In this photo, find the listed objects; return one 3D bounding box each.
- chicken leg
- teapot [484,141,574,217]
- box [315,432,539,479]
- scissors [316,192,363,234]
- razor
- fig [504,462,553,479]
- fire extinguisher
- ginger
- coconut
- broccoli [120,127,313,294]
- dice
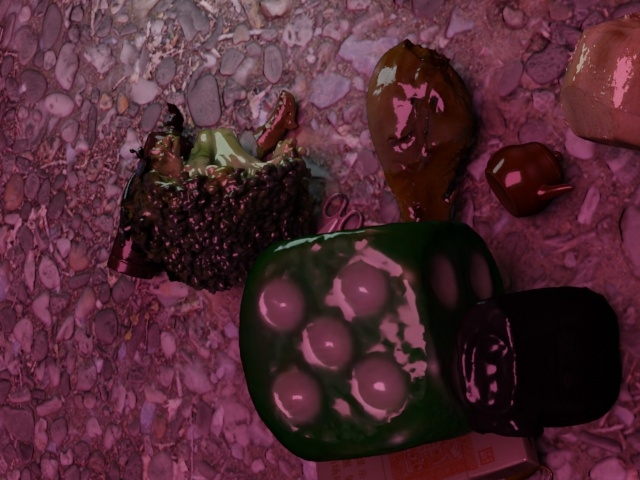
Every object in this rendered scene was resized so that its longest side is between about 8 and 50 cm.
[{"bbox_3d":[0.157,-0.109,1.447,0.201,0.153,0.429,-2,90,46],"label":"chicken leg"},{"bbox_3d":[0.311,-0.101,1.359,0.116,0.116,0.173,-58,32,15],"label":"teapot"},{"bbox_3d":[0.147,0.302,1.414,0.365,0.051,0.204,-27,53,28],"label":"box"},{"bbox_3d":[0.000,0.000,1.594,0.176,0.022,0.085,-49,65,16],"label":"scissors"},{"bbox_3d":[0.301,0.155,1.194,0.107,0.327,0.189,-6,85,39],"label":"razor"},{"bbox_3d":[0.303,0.335,1.342,0.083,0.050,0.050,9,90,23],"label":"fig"},{"bbox_3d":[-0.326,-0.099,1.762,0.105,0.141,0.341,18,96,3],"label":"fire extinguisher"},{"bbox_3d":[-0.085,-0.207,1.665,0.137,0.044,0.057,-53,42,15],"label":"ginger"},{"bbox_3d":[0.428,-0.222,1.246,0.194,0.194,0.194,-4,82,33],"label":"coconut"},{"bbox_3d":[-0.183,-0.088,1.583,0.348,0.293,0.280,-35,40,19],"label":"broccoli"},{"bbox_3d":[0.084,0.133,1.264,0.287,0.297,0.300,-12,83,31],"label":"dice"}]
